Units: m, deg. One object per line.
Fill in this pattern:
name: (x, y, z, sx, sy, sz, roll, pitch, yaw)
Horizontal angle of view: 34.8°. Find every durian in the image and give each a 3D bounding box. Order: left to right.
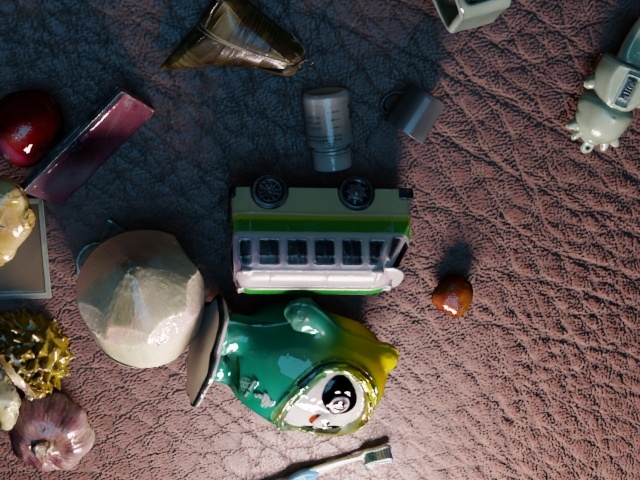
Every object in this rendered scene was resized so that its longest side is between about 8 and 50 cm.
durian: (-0.528, 0.175, 1.751, 0.224, 0.078, 0.140, 36, 86, -5)

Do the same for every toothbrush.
toothbrush: (-0.049, 0.452, 1.932, 0.386, 0.040, 0.040, -16, 109, 4)

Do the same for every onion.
onion: (-0.469, -0.179, 1.630, 0.131, 0.131, 0.131, -2, 108, -5)

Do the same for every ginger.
ginger: (-0.648, 0.001, 1.664, 0.363, 0.122, 0.348, 19, 115, 1)

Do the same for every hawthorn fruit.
hawthorn fruit: (0.236, 0.098, 1.820, 0.077, 0.077, 0.077, -2, 108, -5)

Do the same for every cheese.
cheese: (-0.375, 0.024, 1.757, 0.067, 0.026, 0.121, 36, 101, -16)

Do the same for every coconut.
coconut: (-0.289, 0.091, 1.670, 0.224, 0.224, 0.234, 7, 145, -8)

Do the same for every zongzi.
zongzi: (-0.135, -0.291, 1.656, 0.187, 0.084, 0.184, 36, 116, -20)

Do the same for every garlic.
garlic: (-0.481, 0.344, 1.813, 0.147, 0.102, 0.159, -35, 109, 5)

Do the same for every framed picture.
framed picture: (-0.538, 0.015, 1.746, 0.142, 0.011, 0.183, -2, 108, -5)

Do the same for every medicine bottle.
medicine bottle: (0.015, -0.185, 1.697, 0.080, 0.080, 0.130, -8, 109, -3)

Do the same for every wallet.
wallet: (-0.377, -0.152, 1.660, 0.232, 0.119, 0.025, -44, 72, 9)

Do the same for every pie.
pie: (-0.581, 0.228, 1.740, 0.052, 0.185, 0.218, -35, 86, -29)

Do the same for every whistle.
whistle: (0.496, -0.260, 1.708, 0.101, 0.106, 0.253, 3, 119, -39)

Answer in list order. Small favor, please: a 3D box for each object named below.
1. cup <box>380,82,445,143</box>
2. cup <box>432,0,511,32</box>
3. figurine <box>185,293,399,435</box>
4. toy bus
cup: (0.150, -0.220, 1.708, 0.100, 0.078, 0.077, 35, 98, 16)
cup: (0.203, -0.512, 1.454, 0.310, 0.392, 0.401, -41, 112, 14)
figurine: (-0.044, 0.213, 1.761, 0.340, 0.231, 0.324, 15, 134, -19)
toy bus: (0.000, 0.000, 1.685, 0.305, 0.143, 0.179, 0, 71, -7)
